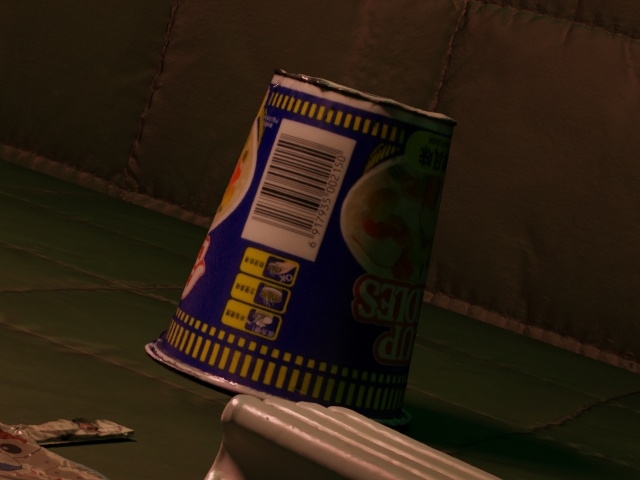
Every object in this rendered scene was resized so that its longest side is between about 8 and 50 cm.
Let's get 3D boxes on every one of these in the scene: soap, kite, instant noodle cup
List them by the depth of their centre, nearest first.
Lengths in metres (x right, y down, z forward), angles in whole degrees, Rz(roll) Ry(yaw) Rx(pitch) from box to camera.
[{"bbox_3d":[0.068,0.191,1.236,0.265,0.087,0.160,21,4,32],"label":"soap"},{"bbox_3d":[-0.240,0.134,1.307,0.406,0.014,0.368,19,6,26],"label":"kite"},{"bbox_3d":[0.000,0.000,1.888,0.284,0.312,0.284,16,4,-1],"label":"instant noodle cup"}]
